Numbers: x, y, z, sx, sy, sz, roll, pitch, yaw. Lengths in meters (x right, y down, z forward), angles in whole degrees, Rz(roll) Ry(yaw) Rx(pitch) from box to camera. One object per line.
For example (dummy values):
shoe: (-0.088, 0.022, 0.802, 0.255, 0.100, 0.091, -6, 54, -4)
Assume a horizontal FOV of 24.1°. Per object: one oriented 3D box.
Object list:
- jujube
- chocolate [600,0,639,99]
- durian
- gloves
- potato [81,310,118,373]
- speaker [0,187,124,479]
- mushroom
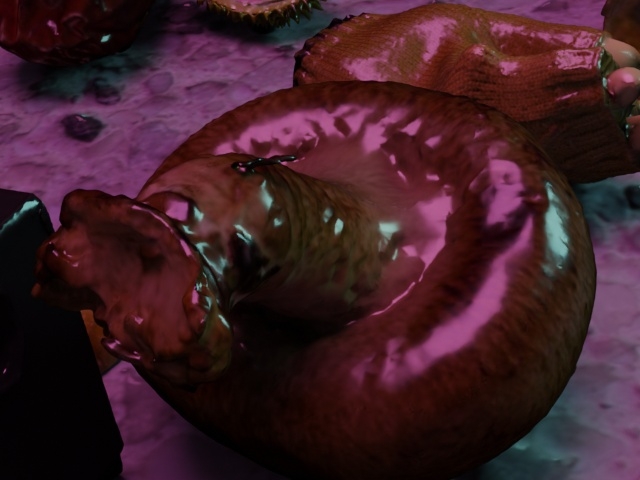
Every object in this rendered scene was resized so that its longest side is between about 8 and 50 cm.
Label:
jujube: (-0.261, -0.323, 1.717, 0.216, 0.216, 0.342, -2, 20, 16)
chocolate: (0.414, -0.271, 1.470, 0.162, 0.162, 0.445, 7, 33, 27)
durian: (-0.061, -0.294, 1.698, 0.221, 0.095, 0.137, 19, 80, 36)
gloves: (0.142, -0.117, 1.300, 0.356, 0.155, 0.203, 9, 29, 39)
potato: (-0.200, 0.063, 1.222, 0.096, 0.066, 0.103, -22, 36, -9)
speaker: (-0.284, 0.100, 1.017, 0.232, 0.254, 0.184, 9, 39, 30)
mushroom: (-0.010, 0.000, 1.013, 0.331, 0.356, 0.334, 14, 61, 51)
